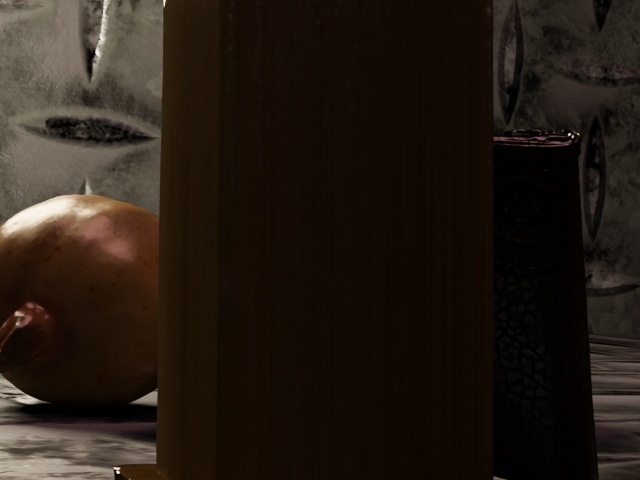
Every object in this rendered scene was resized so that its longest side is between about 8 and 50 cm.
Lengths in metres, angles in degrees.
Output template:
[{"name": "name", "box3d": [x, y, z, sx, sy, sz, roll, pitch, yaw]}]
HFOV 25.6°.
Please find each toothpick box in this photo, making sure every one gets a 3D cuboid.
[{"name": "toothpick box", "box3d": [0.000, 0.000, 0.749, 0.190, 0.308, 0.187, 1, 0, -19]}]

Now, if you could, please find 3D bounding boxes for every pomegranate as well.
[{"name": "pomegranate", "box3d": [-0.208, 0.050, 1.261, 0.207, 0.207, 0.207, 3, -1, 0]}]

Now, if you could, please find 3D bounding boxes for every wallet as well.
[{"name": "wallet", "box3d": [0.104, 0.047, 0.887, 0.133, 0.243, 0.039, 5, 27, 25]}]
